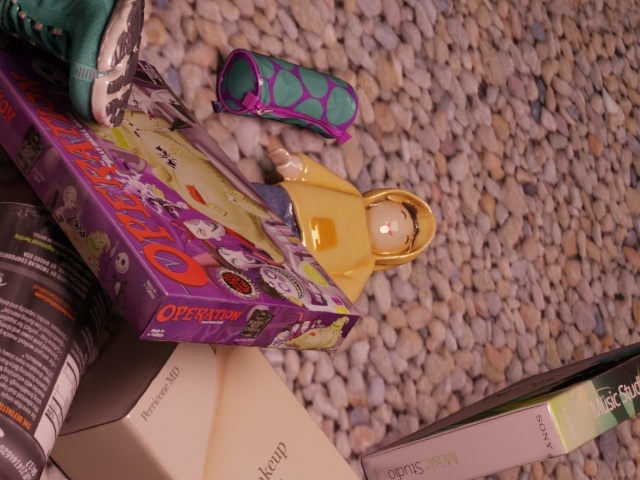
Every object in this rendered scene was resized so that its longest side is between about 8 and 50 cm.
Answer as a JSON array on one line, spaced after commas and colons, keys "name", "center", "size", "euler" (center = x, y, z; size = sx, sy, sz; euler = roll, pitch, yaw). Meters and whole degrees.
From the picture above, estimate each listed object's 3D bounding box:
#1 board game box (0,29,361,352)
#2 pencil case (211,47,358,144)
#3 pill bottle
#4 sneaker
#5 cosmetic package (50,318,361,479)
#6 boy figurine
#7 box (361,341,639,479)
[{"name": "board game box", "center": [-0.137, -0.046, 1.196], "size": [0.208, 0.056, 0.347], "euler": [3, 37, -46]}, {"name": "pencil case", "center": [-0.031, -0.140, 1.495], "size": [0.152, 0.064, 0.070], "euler": [9, 53, -47]}, {"name": "pill bottle", "center": [-0.243, 0.102, 1.104], "size": [0.130, 0.130, 0.245], "euler": [44, 47, -31]}, {"name": "sneaker", "center": [-0.202, -0.169, 1.209], "size": [0.110, 0.107, 0.275], "euler": [4, 26, -18]}, {"name": "cosmetic package", "center": [-0.071, 0.213, 1.280], "size": [0.309, 0.113, 0.160], "euler": [54, 43, -23]}, {"name": "boy figurine", "center": [0.000, 0.000, 1.462], "size": [0.285, 0.092, 0.177], "euler": [2, 72, -46]}, {"name": "box", "center": [0.223, 0.173, 1.543], "size": [0.322, 0.232, 0.058], "euler": [-18, 85, -51]}]
